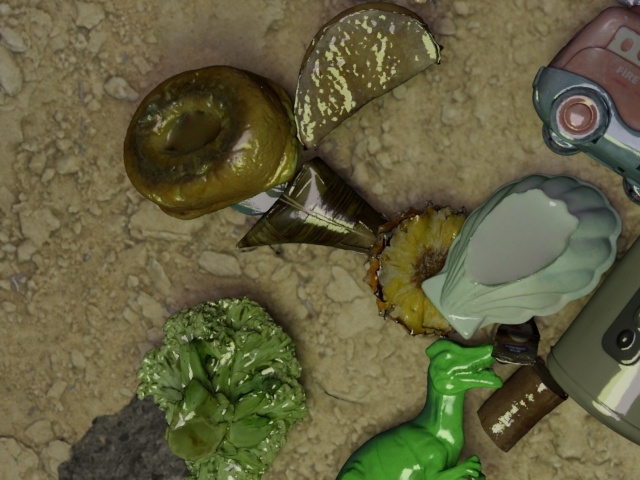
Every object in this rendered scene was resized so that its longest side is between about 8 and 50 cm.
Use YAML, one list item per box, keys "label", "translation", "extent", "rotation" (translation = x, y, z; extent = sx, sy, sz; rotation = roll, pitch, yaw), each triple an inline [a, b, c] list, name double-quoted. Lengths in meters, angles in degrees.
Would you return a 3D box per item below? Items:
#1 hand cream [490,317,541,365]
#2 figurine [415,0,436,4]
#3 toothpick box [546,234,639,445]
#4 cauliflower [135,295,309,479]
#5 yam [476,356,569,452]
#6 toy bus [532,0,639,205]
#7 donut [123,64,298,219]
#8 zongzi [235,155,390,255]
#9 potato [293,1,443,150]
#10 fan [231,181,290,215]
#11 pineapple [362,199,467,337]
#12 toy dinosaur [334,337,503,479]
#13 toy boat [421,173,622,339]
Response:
- label: "hand cream"
  translation: [0.278, 0.136, 1.557]
  extent: [0.062, 0.163, 0.039]
  rotation: [13, 106, 11]
- label: "figurine"
  translation: [0.091, -0.401, 1.552]
  extent: [0.229, 0.112, 0.137]
  rotation: [11, 109, -2]
- label: "toothpick box"
  translation: [0.466, 0.102, 1.475]
  extent: [0.229, 0.229, 0.316]
  rotation: [35, 104, 6]
- label: "cauliflower"
  translation: [-0.151, 0.233, 1.630]
  extent: [0.272, 0.250, 0.275]
  rotation: [-41, 92, 17]
- label: "yam"
  translation: [0.290, 0.238, 1.613]
  extent: [0.127, 0.084, 0.084]
  rotation: [-44, 87, 15]
- label: "toy bus"
  translation: [0.437, -0.184, 1.465]
  extent: [0.294, 0.197, 0.231]
  rotation: [33, 94, 8]
- label: "donut"
  translation: [-0.165, -0.149, 1.614]
  extent: [0.261, 0.128, 0.208]
  rotation: [-22, 72, 22]
- label: "zongzi"
  translation: [0.000, 0.000, 1.637]
  extent: [0.187, 0.084, 0.184]
  rotation: [41, 99, -2]
- label: "potato"
  translation: [0.040, -0.252, 1.572]
  extent: [0.243, 0.098, 0.138]
  rotation: [-34, 109, 8]
- label: "fan"
  translation: [-0.074, -0.088, 1.687]
  extent: [0.175, 0.005, 0.113]
  rotation: [12, 102, 11]
- label: "pineapple"
  translation: [0.159, 0.042, 1.590]
  extent: [0.221, 0.047, 0.221]
  rotation: [-3, 96, -24]
- label: "toy dinosaur"
  translation: [0.038, 0.339, 1.667]
  extent: [0.500, 0.144, 0.374]
  rotation: [-5, 81, 31]
- label: "toy boat"
  translation: [0.278, 0.008, 1.519]
  extent: [0.290, 0.100, 0.199]
  rotation: [-39, 66, -4]
